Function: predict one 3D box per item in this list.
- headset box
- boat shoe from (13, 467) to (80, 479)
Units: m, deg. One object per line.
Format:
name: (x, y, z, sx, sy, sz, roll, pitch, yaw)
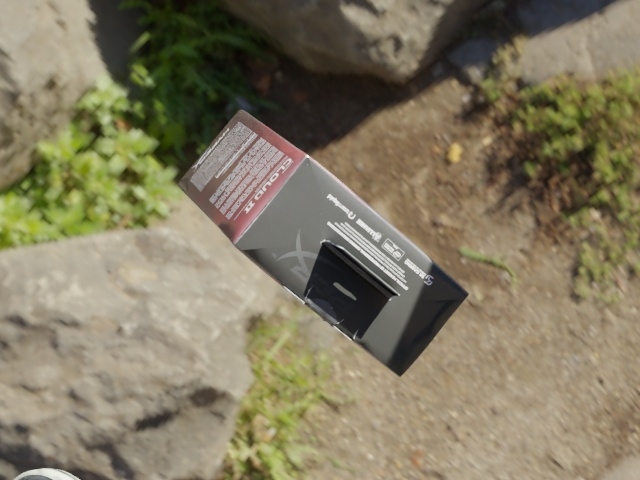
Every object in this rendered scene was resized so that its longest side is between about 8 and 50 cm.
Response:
headset box: (0.000, 0.000, 1.481, 0.110, 0.218, 0.293, -50, 21, 0)
boat shoe: (-0.210, 0.347, 1.099, 0.187, 0.156, 0.500, -58, 30, 26)
